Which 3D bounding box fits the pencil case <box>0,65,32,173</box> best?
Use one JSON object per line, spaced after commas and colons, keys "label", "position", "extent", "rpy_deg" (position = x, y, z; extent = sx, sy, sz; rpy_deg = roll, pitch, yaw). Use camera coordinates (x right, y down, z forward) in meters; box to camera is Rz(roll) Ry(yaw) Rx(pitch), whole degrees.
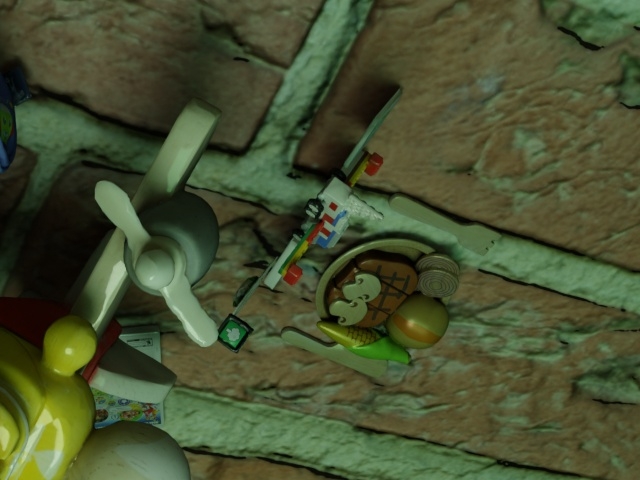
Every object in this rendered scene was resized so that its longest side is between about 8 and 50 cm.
{"label": "pencil case", "position": [-0.366, -0.084, 1.086], "extent": [0.306, 0.133, 0.119], "rpy_deg": [-12, 160, 0]}

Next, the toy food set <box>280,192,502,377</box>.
{"label": "toy food set", "position": [0.061, 0.052, 1.337], "extent": [0.132, 0.038, 0.192], "rpy_deg": [22, 122, -26]}

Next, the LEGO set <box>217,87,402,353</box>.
{"label": "LEGO set", "position": [0.000, 0.000, 1.155], "extent": [0.060, 0.244, 0.182], "rpy_deg": [36, 119, 2]}

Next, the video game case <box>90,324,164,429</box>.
{"label": "video game case", "position": [-0.186, 0.127, 1.368], "extent": [0.087, 0.011, 0.122], "rpy_deg": [-5, 130, -8]}

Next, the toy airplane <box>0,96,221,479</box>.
{"label": "toy airplane", "position": [-0.198, 0.123, 1.115], "extent": [0.384, 0.272, 0.386], "rpy_deg": [-44, 157, -31]}
